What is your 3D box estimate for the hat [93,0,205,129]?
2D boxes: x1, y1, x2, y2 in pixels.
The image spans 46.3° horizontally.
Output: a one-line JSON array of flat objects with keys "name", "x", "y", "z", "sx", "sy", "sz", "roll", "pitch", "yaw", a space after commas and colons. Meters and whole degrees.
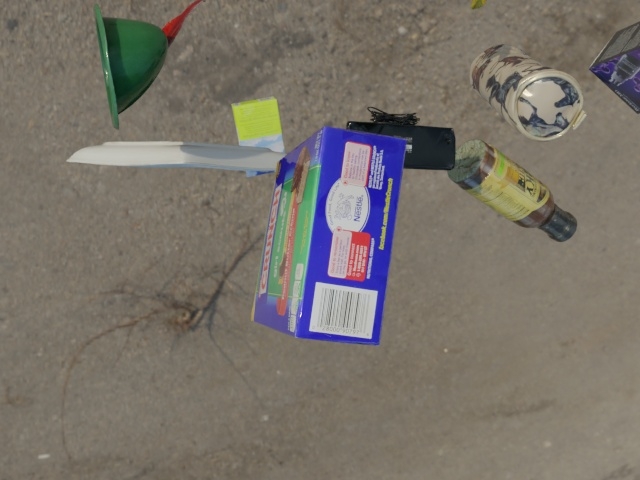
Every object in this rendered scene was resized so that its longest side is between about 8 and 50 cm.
[{"name": "hat", "x": -0.234, "y": -0.281, "z": 1.121, "sx": 0.183, "sy": 0.209, "sz": 0.173, "roll": -10, "pitch": 180, "yaw": -16}]

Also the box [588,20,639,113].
[{"name": "box", "x": 0.662, "y": -0.350, "z": 1.474, "sx": 0.153, "sy": 0.207, "sz": 0.108, "roll": 39, "pitch": 84, "yaw": -7}]

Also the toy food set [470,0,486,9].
[{"name": "toy food set", "x": 0.280, "y": -0.551, "z": 1.511, "sx": 0.071, "sy": 0.218, "sz": 0.128, "roll": -17, "pitch": 135, "yaw": 26}]

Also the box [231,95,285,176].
[{"name": "box", "x": -0.147, "y": -0.252, "z": 1.819, "sx": 0.109, "sy": 0.042, "sz": 0.178, "roll": -11, "pitch": 114, "yaw": -7}]

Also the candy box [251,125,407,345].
[{"name": "candy box", "x": 0.000, "y": 0.000, "z": 1.063, "sx": 0.122, "sy": 0.317, "sz": 0.268, "roll": 9, "pitch": 85, "yaw": -13}]

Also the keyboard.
[{"name": "keyboard", "x": 0.136, "y": -0.172, "z": 1.277, "sx": 0.192, "sy": 0.038, "sz": 0.100, "roll": 3, "pitch": 91, "yaw": -8}]

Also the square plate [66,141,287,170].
[{"name": "square plate", "x": -0.264, "y": -0.168, "z": 1.500, "sx": 0.344, "sy": 0.347, "sz": 0.049, "roll": -4, "pitch": 97, "yaw": -53}]

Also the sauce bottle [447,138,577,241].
[{"name": "sauce bottle", "x": 0.427, "y": -0.098, "z": 1.625, "sx": 0.344, "sy": 0.111, "sz": 0.111, "roll": 27, "pitch": 118, "yaw": -31}]

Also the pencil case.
[{"name": "pencil case", "x": 0.491, "y": -0.361, "z": 1.795, "sx": 0.183, "sy": 0.410, "sz": 0.160, "roll": 12, "pitch": 112, "yaw": -9}]
